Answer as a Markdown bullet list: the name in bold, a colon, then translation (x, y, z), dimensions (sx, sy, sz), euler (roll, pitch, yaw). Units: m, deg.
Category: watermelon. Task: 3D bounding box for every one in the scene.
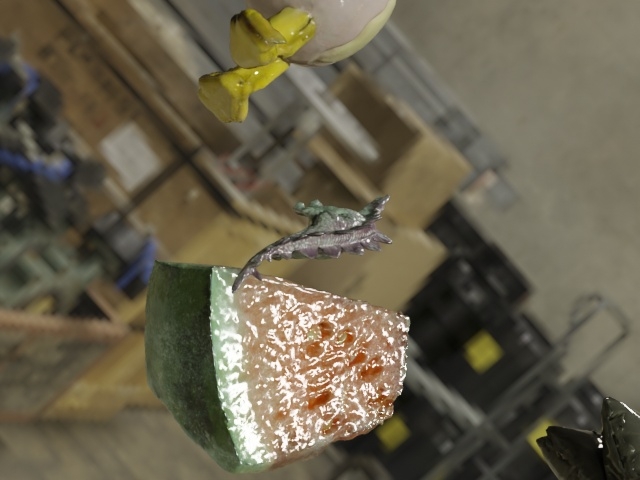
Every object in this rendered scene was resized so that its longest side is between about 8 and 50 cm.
- **watermelon**: translation (-0.030, 0.115, 1.904), dimensions (0.257, 0.192, 0.140), euler (-1, 3, -35)

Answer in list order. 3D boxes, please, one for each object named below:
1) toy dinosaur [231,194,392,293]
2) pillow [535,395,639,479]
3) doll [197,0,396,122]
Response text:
- **toy dinosaur**: translation (-0.001, -0.002, 1.600), dimensions (0.209, 0.082, 0.039), euler (-27, 118, -46)
- **pillow**: translation (0.325, 0.271, 1.665), dimensions (0.326, 0.101, 0.228), euler (24, 42, -48)
- **doll**: translation (0.071, -0.203, 1.376), dimensions (0.094, 0.365, 0.160), euler (57, -27, 9)
